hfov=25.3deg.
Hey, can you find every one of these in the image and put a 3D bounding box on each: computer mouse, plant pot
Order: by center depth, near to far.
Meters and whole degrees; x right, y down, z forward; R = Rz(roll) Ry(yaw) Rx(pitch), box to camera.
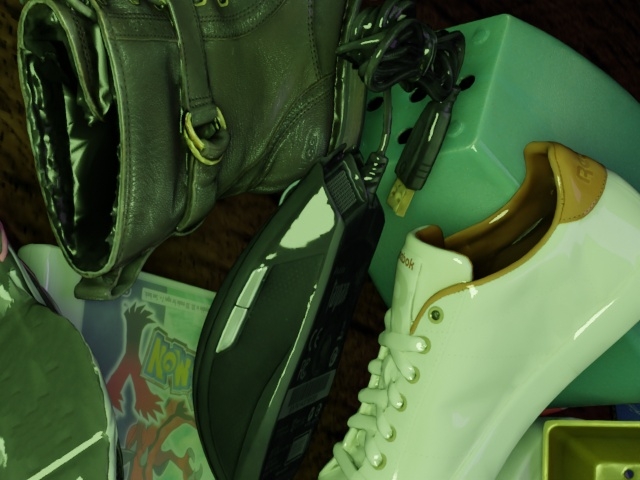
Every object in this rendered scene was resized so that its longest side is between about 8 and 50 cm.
[{"bbox_3d":[0.000,0.000,0.722,0.184,0.060,0.262,-23,132,-71],"label":"computer mouse"},{"bbox_3d":[0.184,0.155,0.880,0.083,0.081,0.081,32,59,-67],"label":"plant pot"},{"bbox_3d":[0.121,-0.022,0.915,0.234,0.166,0.165,45,50,-37],"label":"plant pot"}]

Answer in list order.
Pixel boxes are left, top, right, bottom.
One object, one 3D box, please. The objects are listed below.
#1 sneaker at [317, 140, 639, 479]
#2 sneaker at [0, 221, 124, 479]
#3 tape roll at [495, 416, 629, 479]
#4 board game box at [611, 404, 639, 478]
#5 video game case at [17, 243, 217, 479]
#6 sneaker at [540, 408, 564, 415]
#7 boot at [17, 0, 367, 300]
[{"bbox_3d":[0.056,0.066,0.776,0.123,0.106,0.290,41,90,-22],"label":"sneaker"},{"bbox_3d":[-0.111,0.057,0.543,0.178,0.072,0.077,62,0,40],"label":"sneaker"},{"bbox_3d":[0.125,0.258,0.939,0.286,0.100,0.286,11,77,-58],"label":"tape roll"},{"bbox_3d":[0.401,0.202,1.350,0.291,0.141,0.232,-23,106,-57],"label":"board game box"},{"bbox_3d":[-0.080,0.110,0.694,0.201,0.023,0.183,21,69,-56],"label":"video game case"},{"bbox_3d":[0.151,0.076,1.045,0.161,0.075,0.057,-92,157,-64],"label":"sneaker"},{"bbox_3d":[-0.058,-0.117,0.683,0.229,0.091,0.262,-18,104,-60],"label":"boot"}]
